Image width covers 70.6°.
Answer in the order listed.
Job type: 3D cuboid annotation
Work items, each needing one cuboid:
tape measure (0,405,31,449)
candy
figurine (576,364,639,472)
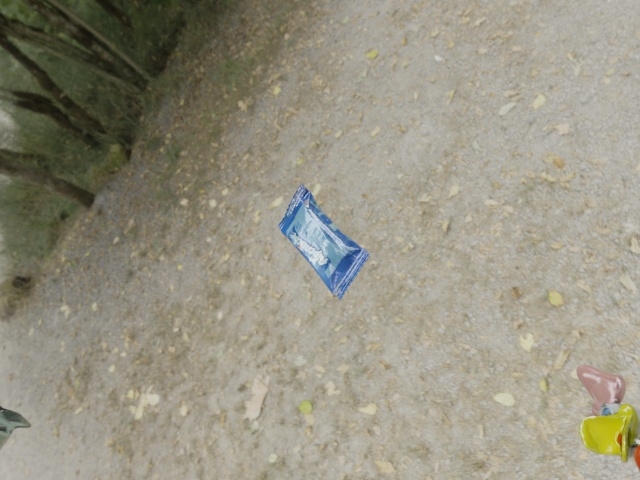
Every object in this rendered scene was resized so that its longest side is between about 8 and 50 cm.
[{"bbox_3d":[-0.332,0.180,0.231,0.147,0.275,0.256,25,69,9],"label":"tape measure"},{"bbox_3d":[0.000,0.000,1.359,0.331,0.077,0.187,49,122,27],"label":"candy"},{"bbox_3d":[0.529,0.315,0.634,0.421,0.193,0.154,10,109,64],"label":"figurine"}]
